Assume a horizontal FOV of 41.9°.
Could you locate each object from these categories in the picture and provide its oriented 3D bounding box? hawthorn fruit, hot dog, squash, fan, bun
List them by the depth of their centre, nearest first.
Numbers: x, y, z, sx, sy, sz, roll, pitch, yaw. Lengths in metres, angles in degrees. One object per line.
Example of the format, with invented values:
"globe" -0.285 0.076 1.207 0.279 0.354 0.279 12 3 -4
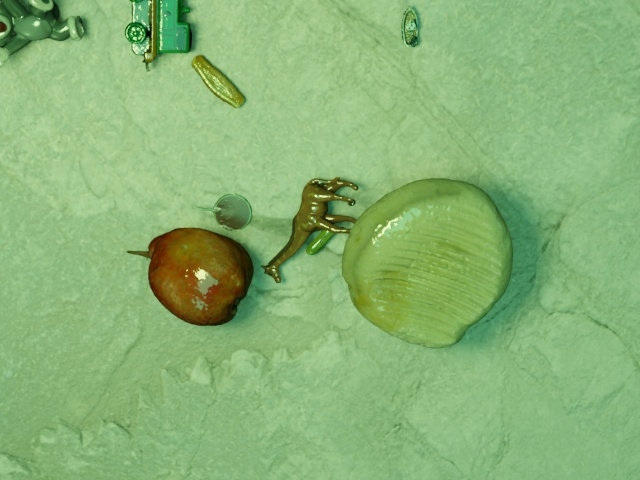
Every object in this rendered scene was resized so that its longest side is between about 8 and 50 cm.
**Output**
"bun" 0.218 0.029 1.733 0.365 0.219 0.365 -4 113 -10
"hot dog" -0.218 -0.330 1.751 0.137 0.028 0.044 43 75 -11
"hawthorn fruit" -0.277 0.063 1.763 0.262 0.210 0.210 28 103 2
"fan" -0.216 -0.064 1.829 0.133 0.005 0.085 7 105 -2
"squash" 0.000 0.000 1.830 0.027 0.027 0.083 40 102 -8

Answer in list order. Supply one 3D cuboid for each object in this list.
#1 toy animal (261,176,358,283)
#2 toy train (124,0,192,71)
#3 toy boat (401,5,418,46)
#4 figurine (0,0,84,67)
"toy animal" -0.024 -0.020 1.800 0.229 0.066 0.224 -2 93 22
"toy train" -0.326 -0.456 1.693 0.136 0.091 0.228 3 103 -11
"toy boat" 0.184 -0.438 1.715 0.038 0.038 0.083 -4 105 2
"figurine" -0.616 -0.460 1.672 0.265 0.140 0.193 -7 127 -10
